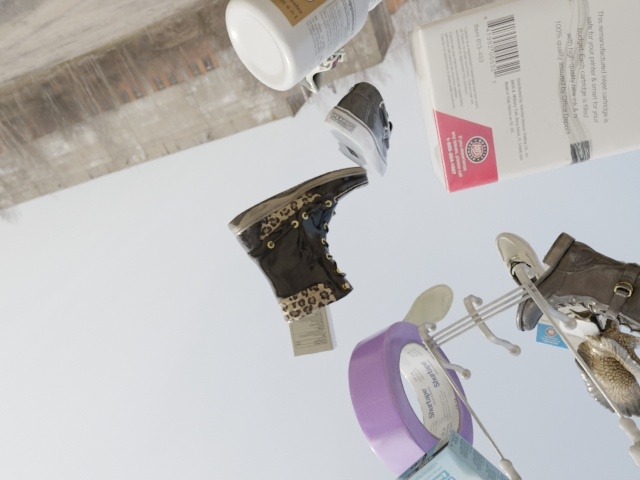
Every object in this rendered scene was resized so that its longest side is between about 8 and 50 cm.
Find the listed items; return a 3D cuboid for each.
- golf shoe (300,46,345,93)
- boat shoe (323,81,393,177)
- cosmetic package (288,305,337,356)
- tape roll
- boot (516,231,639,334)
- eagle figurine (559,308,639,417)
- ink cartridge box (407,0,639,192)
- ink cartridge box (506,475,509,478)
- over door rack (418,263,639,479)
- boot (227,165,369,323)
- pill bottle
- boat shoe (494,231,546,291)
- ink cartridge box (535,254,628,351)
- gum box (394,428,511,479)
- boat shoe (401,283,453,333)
[{"bbox_3d":[0.015,-0.394,0.856,0.105,0.120,0.273,-38,179,-29],"label":"golf shoe"},{"bbox_3d":[0.062,-0.145,0.609,0.076,0.080,0.228,-56,164,4],"label":"boat shoe"},{"bbox_3d":[-0.041,0.264,1.701,0.153,0.297,0.129,-11,171,9],"label":"cosmetic package"},{"bbox_3d":[0.176,0.298,0.881,0.090,0.275,0.275,-34,-161,31],"label":"tape roll"},{"bbox_3d":[0.543,0.128,0.924,0.228,0.263,0.091,32,-148,30],"label":"boot"},{"bbox_3d":[0.789,0.305,1.203,0.225,0.226,0.299,-23,-118,29],"label":"eagle figurine"},{"bbox_3d":[0.229,-0.168,0.486,0.236,0.172,0.100,-13,-160,9],"label":"ink cartridge box"},{"bbox_3d":[0.339,0.683,0.971,0.129,0.310,0.272,12,174,12],"label":"ink cartridge box"},{"bbox_3d":[0.344,0.237,0.789,0.108,0.325,0.239,1,146,-50],"label":"over door rack"},{"bbox_3d":[0.000,0.000,1.114,0.377,0.285,0.138,-26,180,-25],"label":"boot"},{"bbox_3d":[-0.008,-0.328,0.641,0.229,0.131,0.131,-45,-147,-19],"label":"pill bottle"},{"bbox_3d":[0.611,0.080,1.405,0.096,0.088,0.268,-47,-129,37],"label":"boat shoe"},{"bbox_3d":[0.865,0.208,1.534,0.128,0.308,0.223,3,-178,-39],"label":"ink cartridge box"},{"bbox_3d":[0.208,0.380,0.644,0.157,0.184,0.041,-57,166,29],"label":"gum box"},{"bbox_3d":[0.352,0.285,1.642,0.319,0.116,0.099,-48,170,-14],"label":"boat shoe"}]
